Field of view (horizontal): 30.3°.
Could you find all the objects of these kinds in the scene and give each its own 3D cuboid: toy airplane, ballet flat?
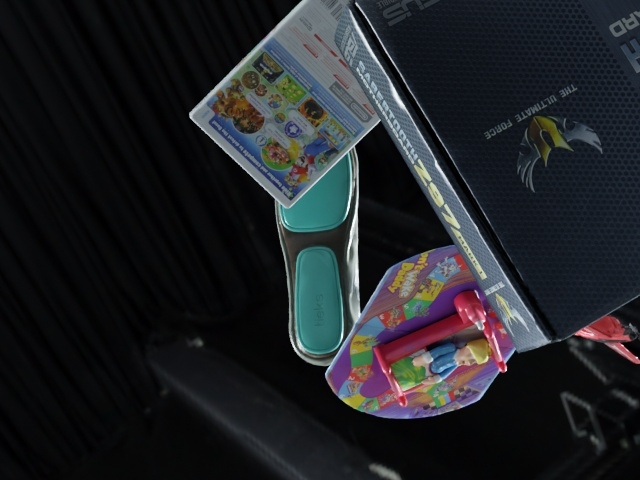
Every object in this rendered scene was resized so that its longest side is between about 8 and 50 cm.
[{"bbox_3d":[0.249,0.083,1.144,0.151,0.151,0.028,6,-108,44],"label":"toy airplane"},{"bbox_3d":[0.000,0.000,1.014,0.072,0.213,0.068,-1,176,10],"label":"ballet flat"}]

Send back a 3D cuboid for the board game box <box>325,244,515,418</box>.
[{"bbox_3d":[0.085,0.075,0.799,0.133,0.169,0.033,11,-144,-27],"label":"board game box"}]

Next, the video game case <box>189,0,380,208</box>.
[{"bbox_3d":[-0.008,-0.090,0.730,0.122,0.087,0.011,-44,-161,9],"label":"video game case"}]

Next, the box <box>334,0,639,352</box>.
[{"bbox_3d":[0.150,-0.081,0.570,0.232,0.183,0.059,-28,175,-10],"label":"box"}]
